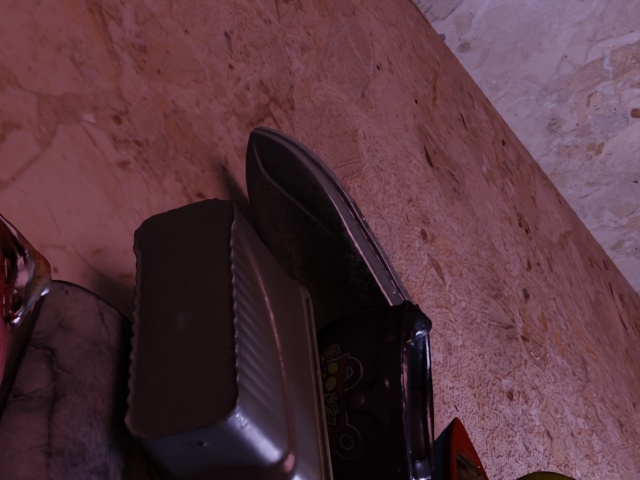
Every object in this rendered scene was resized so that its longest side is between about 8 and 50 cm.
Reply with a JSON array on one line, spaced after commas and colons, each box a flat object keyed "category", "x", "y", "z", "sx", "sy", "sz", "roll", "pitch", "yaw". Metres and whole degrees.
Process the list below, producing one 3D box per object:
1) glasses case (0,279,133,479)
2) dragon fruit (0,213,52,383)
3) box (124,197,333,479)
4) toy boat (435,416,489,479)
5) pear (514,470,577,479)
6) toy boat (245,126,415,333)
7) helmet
[{"category": "glasses case", "x": -0.199, "y": 0.170, "z": 0.607, "sx": 0.114, "sy": 0.060, "sz": 0.299, "roll": 47, "pitch": 30, "yaw": -35}, {"category": "dragon fruit", "x": -0.272, "y": 0.034, "z": 0.419, "sx": 0.315, "sy": 0.250, "sz": 0.250, "roll": 28, "pitch": 10, "yaw": 31}, {"category": "box", "x": -0.087, "y": 0.112, "z": 0.735, "sx": 0.178, "sy": 0.138, "sz": 0.274, "roll": 61, "pitch": 16, "yaw": -48}, {"category": "toy boat", "x": 0.185, "y": 0.367, "z": 0.973, "sx": 0.136, "sy": 0.079, "sz": 0.392, "roll": 41, "pitch": 18, "yaw": -29}, {"category": "pear", "x": 0.306, "y": 0.418, "z": 1.088, "sx": 0.212, "sy": 0.212, "sz": 0.269, "roll": 49, "pitch": 25, "yaw": -22}, {"category": "toy boat", "x": 0.000, "y": 0.000, "z": 1.026, "sx": 0.092, "sy": 0.141, "sz": 0.320, "roll": -32, "pitch": 92, "yaw": -51}, {"category": "helmet", "x": 0.044, "y": 0.188, "z": 0.897, "sx": 0.279, "sy": 0.160, "sz": 0.231, "roll": 62, "pitch": 26, "yaw": -69}]
